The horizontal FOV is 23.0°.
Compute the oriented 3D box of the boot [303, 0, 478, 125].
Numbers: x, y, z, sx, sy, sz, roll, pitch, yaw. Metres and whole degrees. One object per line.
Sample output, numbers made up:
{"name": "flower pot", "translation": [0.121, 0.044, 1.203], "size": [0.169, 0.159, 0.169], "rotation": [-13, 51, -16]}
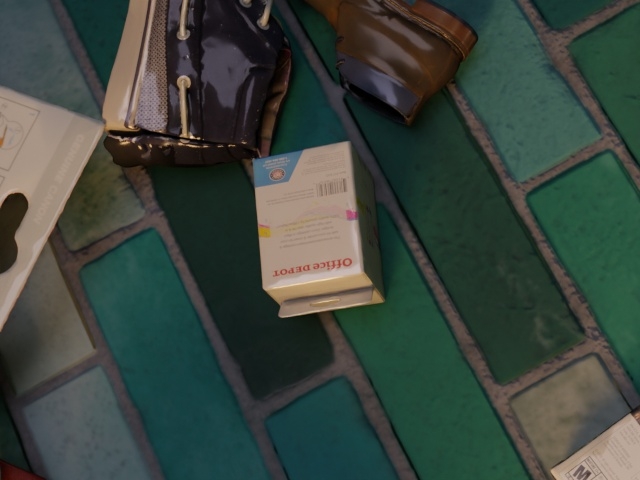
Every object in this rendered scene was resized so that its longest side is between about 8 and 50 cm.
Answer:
{"name": "boot", "translation": [0.026, -0.192, 1.456], "size": [0.219, 0.082, 0.106], "rotation": [26, 77, 21]}

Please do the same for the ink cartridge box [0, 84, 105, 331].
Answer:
{"name": "ink cartridge box", "translation": [-0.412, -0.023, 1.510], "size": [0.385, 0.091, 0.308], "rotation": [20, 77, 23]}

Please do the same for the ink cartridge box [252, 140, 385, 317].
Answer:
{"name": "ink cartridge box", "translation": [0.000, 0.000, 1.389], "size": [0.092, 0.090, 0.143], "rotation": [-9, 70, 13]}

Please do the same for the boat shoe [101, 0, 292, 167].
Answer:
{"name": "boat shoe", "translation": [-0.094, -0.226, 1.489], "size": [0.158, 0.127, 0.341], "rotation": [7, 82, 14]}

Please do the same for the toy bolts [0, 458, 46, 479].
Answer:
{"name": "toy bolts", "translation": [-0.322, 0.277, 1.334], "size": [0.218, 0.158, 0.229], "rotation": [15, 78, 24]}

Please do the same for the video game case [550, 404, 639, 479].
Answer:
{"name": "video game case", "translation": [0.334, 0.216, 1.243], "size": [0.210, 0.042, 0.232], "rotation": [-37, 66, 1]}
